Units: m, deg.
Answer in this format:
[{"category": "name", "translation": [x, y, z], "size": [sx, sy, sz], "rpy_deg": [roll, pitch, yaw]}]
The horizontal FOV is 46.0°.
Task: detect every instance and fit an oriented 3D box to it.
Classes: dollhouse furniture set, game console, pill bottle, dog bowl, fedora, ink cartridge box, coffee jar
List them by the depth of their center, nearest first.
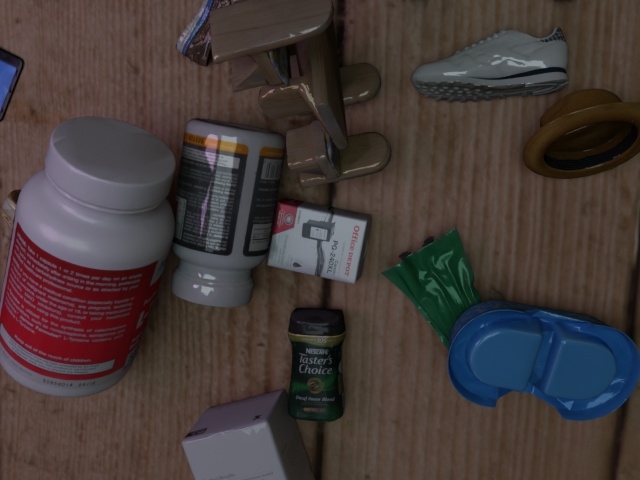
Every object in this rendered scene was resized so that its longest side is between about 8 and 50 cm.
[{"category": "dollhouse furniture set", "translation": [0.031, -0.332, 1.040], "size": [0.257, 0.362, 0.394], "rpy_deg": [-11, 67, 12]}, {"category": "fedora", "translation": [0.392, -0.167, 1.116], "size": [0.194, 0.194, 0.079], "rpy_deg": [-13, 59, 11]}, {"category": "pill bottle", "translation": [-0.356, 0.028, 1.152], "size": [0.229, 0.229, 0.407], "rpy_deg": [28, 123, 4]}, {"category": "dog bowl", "translation": [0.337, 0.179, 1.167], "size": [0.297, 0.074, 0.165], "rpy_deg": [10, 109, -4]}, {"category": "pill bottle", "translation": [-0.153, -0.045, 1.199], "size": [0.162, 0.162, 0.278], "rpy_deg": [12, 100, 7]}, {"category": "ink cartridge box", "translation": [0.000, 0.000, 1.231], "size": [0.151, 0.063, 0.109], "rpy_deg": [12, 100, 8]}, {"category": "coffee jar", "translation": [-0.006, 0.203, 1.255], "size": [0.096, 0.079, 0.184], "rpy_deg": [1, 98, 9]}, {"category": "game console", "translation": [-0.589, -0.279, 1.286], "size": [0.071, 0.107, 0.122], "rpy_deg": [34, 103, 32]}]

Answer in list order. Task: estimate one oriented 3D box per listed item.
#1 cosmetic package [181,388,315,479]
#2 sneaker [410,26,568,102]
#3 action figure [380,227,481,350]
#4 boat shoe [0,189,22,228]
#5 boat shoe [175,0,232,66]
[{"category": "cosmetic package", "translation": [-0.114, 0.372, 1.261], "size": [0.151, 0.151, 0.183], "rpy_deg": [-16, 96, 11]}, {"category": "sneaker", "translation": [0.255, -0.268, 1.148], "size": [0.235, 0.090, 0.094], "rpy_deg": [-2, 85, 6]}, {"category": "action figure", "translation": [0.213, 0.108, 1.213], "size": [0.137, 0.063, 0.232], "rpy_deg": [-30, 100, 11]}, {"category": "boat shoe", "translation": [-0.495, -0.008, 1.319], "size": [0.059, 0.063, 0.170], "rpy_deg": [-35, 93, 27]}, {"category": "boat shoe", "translation": [-0.155, -0.362, 1.207], "size": [0.066, 0.066, 0.183], "rpy_deg": [38, 112, -3]}]
